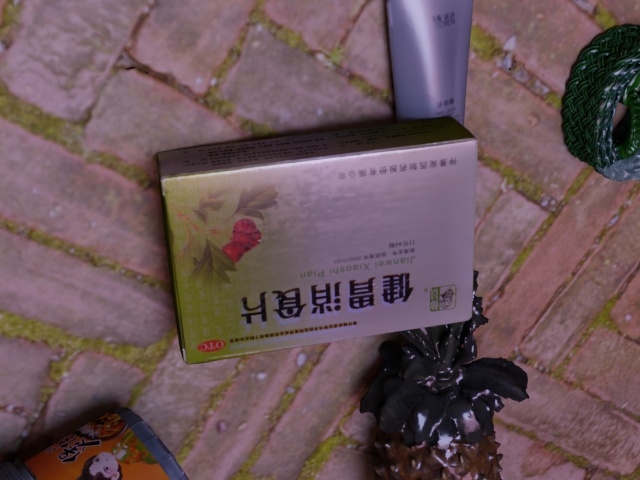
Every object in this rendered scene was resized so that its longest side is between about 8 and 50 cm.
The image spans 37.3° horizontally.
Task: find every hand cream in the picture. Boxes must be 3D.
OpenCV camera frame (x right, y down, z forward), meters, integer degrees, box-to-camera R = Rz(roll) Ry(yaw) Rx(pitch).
[{"bbox_3d":[0.100,-0.105,0.841,0.079,0.048,0.255,-17,122,-20],"label":"hand cream"}]

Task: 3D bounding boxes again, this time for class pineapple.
[{"bbox_3d":[0.125,0.173,0.968,0.170,0.141,0.310,-2,116,6],"label":"pineapple"}]

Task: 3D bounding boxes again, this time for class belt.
[{"bbox_3d":[0.300,-0.126,0.906,0.121,0.079,0.151,-1,119,-27],"label":"belt"}]

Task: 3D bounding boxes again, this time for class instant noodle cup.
[{"bbox_3d":[-0.185,0.229,0.833,0.125,0.177,0.208,-36,102,-21],"label":"instant noodle cup"}]

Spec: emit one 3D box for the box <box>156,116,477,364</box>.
[{"bbox_3d":[0.001,-0.001,0.807,0.260,0.062,0.175,-8,118,-11],"label":"box"}]
